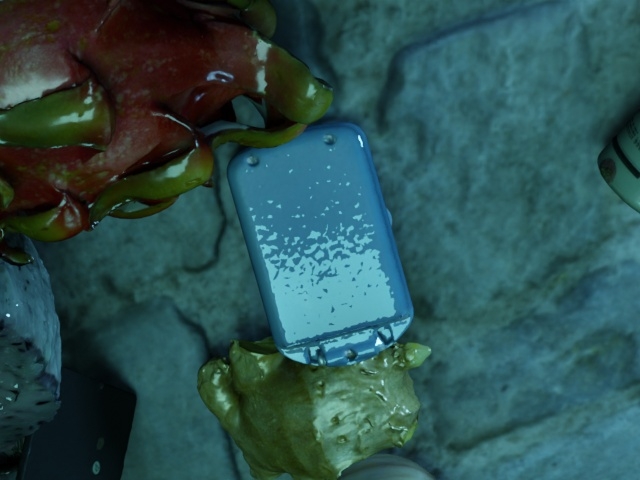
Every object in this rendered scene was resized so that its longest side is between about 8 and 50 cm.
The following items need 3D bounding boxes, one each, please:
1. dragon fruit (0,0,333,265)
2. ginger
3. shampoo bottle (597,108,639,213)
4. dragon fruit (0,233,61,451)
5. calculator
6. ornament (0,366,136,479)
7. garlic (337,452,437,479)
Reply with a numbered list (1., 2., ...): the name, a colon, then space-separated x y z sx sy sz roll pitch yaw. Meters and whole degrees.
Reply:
1. dragon fruit: -0.170 -0.115 1.001 0.307 0.228 0.243 24 130 -35
2. ginger: 0.005 0.133 1.205 0.216 0.102 0.157 -25 90 22
3. shampoo bottle: 0.322 -0.129 1.041 0.085 0.085 0.262 30 118 -15
4. dragon fruit: -0.332 0.048 1.109 0.283 0.221 0.204 -32 145 27
5. calculator: 0.000 0.000 1.123 0.121 0.039 0.210 -16 95 6
6. ornament: -0.290 0.187 1.235 0.196 0.153 0.166 5 165 25
7. garlic: 0.067 0.321 1.280 0.191 0.160 0.214 -28 120 6
